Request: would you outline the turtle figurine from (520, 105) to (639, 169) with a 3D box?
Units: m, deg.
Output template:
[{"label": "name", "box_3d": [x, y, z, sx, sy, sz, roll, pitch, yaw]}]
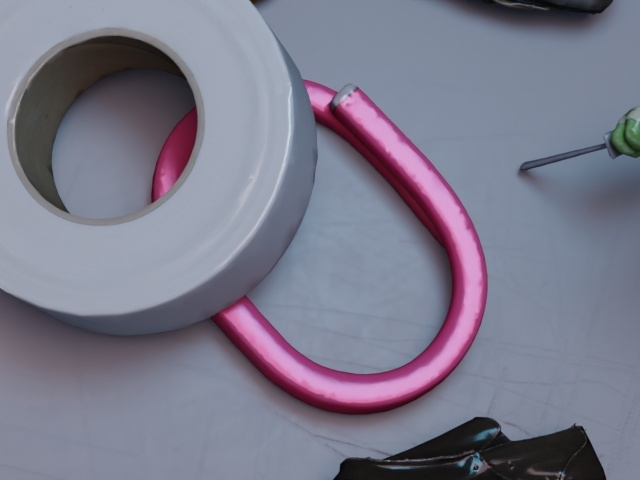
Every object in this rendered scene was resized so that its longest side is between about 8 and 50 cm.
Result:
[{"label": "turtle figurine", "box_3d": [0.308, -0.021, 1.473, 0.274, 0.266, 0.198, -19, 87, 5]}]

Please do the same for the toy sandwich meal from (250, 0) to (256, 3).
[{"label": "toy sandwich meal", "box_3d": [-0.065, -0.226, 1.613, 0.085, 0.029, 0.086, 3, 72, -9]}]

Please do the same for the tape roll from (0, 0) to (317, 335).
[{"label": "tape roll", "box_3d": [-0.149, -0.073, 1.489, 0.286, 0.100, 0.286, -2, 79, 10]}]

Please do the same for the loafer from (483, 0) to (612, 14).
[{"label": "loafer", "box_3d": [0.116, -0.243, 1.624, 0.267, 0.084, 0.096, 22, 44, -5]}]

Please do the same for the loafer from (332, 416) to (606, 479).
[{"label": "loafer", "box_3d": [0.111, 0.176, 1.518, 0.220, 0.080, 0.078, 1, 67, -12]}]

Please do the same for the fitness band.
[{"label": "fitness band", "box_3d": [0.000, 0.000, 1.553, 0.209, 0.054, 0.291, -40, 83, -14]}]
